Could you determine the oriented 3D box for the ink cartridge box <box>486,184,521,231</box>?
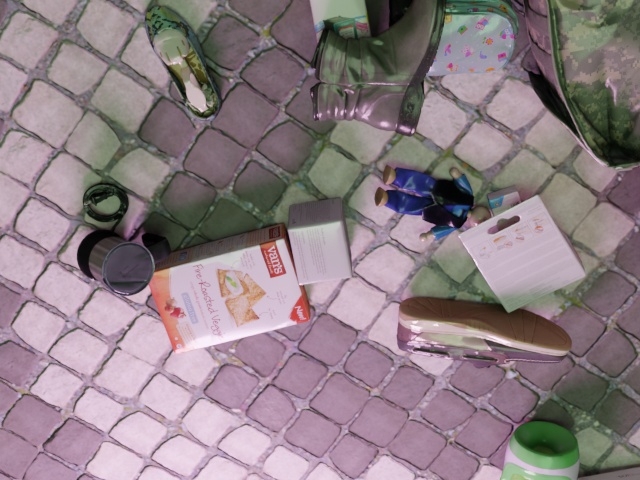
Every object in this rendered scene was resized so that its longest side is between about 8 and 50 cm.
[{"bbox_3d":[0.300,-0.040,1.861,0.048,0.028,0.083,-18,113,7],"label":"ink cartridge box"}]

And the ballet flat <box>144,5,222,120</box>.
[{"bbox_3d":[-0.200,-0.258,1.732,0.070,0.070,0.188,-28,112,11],"label":"ballet flat"}]

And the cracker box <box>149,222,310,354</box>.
[{"bbox_3d":[-0.147,0.079,1.884,0.232,0.067,0.155,-15,114,5],"label":"cracker box"}]

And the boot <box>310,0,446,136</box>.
[{"bbox_3d":[0.074,-0.263,1.583,0.161,0.083,0.246,12,112,-3],"label":"boot"}]

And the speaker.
[{"bbox_3d":[0.372,0.468,2.042,0.131,0.131,0.296,3,115,-3],"label":"speaker"}]

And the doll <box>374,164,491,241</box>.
[{"bbox_3d":[0.181,-0.056,1.841,0.189,0.046,0.129,16,104,-15],"label":"doll"}]

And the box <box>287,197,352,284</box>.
[{"bbox_3d":[0.000,0.000,1.833,0.087,0.102,0.101,-9,114,5],"label":"box"}]

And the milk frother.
[{"bbox_3d":[-0.318,-0.003,1.805,0.129,0.135,0.143,-42,115,-17],"label":"milk frother"}]

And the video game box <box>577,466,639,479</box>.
[{"bbox_3d":[0.548,0.495,2.090,0.205,0.048,0.187,-9,117,-4],"label":"video game box"}]

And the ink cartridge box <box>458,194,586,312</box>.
[{"bbox_3d":[0.319,0.016,1.866,0.145,0.045,0.179,-28,116,16],"label":"ink cartridge box"}]

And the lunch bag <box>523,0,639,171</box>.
[{"bbox_3d":[0.380,-0.255,1.650,0.169,0.235,0.287,-11,113,7],"label":"lunch bag"}]

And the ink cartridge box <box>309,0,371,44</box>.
[{"bbox_3d":[0.027,-0.326,1.667,0.078,0.134,0.231,-10,114,2],"label":"ink cartridge box"}]

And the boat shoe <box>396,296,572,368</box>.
[{"bbox_3d":[0.263,0.162,1.918,0.285,0.103,0.092,9,119,-1],"label":"boat shoe"}]

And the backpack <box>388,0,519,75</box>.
[{"bbox_3d":[0.190,-0.302,1.675,0.182,0.115,0.152,-2,137,-1],"label":"backpack"}]
